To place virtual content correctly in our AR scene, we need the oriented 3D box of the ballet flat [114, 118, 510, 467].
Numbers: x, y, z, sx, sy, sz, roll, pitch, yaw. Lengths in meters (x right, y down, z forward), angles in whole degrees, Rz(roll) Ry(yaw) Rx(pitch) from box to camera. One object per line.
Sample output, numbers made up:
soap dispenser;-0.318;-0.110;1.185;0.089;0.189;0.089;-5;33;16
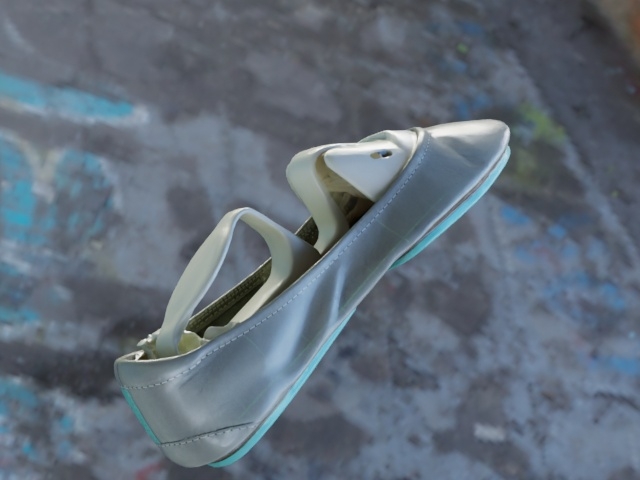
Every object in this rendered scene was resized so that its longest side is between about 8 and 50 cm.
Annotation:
ballet flat;0.000;0.000;0.650;0.213;0.072;0.068;-47;107;-27
